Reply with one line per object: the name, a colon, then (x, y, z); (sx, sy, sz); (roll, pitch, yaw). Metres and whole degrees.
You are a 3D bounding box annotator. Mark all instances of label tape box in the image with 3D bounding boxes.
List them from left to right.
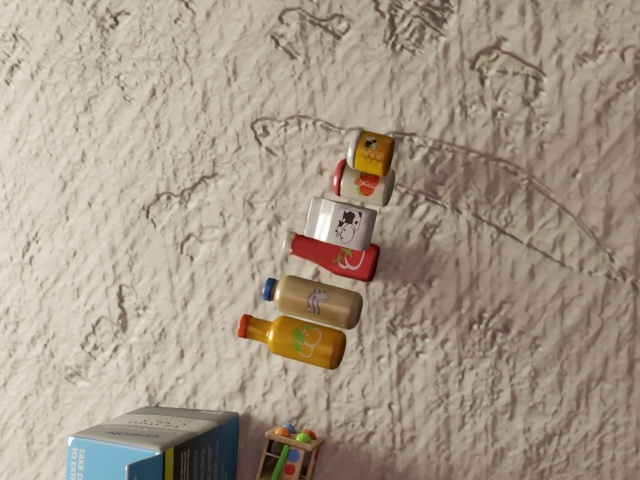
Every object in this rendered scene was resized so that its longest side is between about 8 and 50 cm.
label tape box: (-0.174, 0.297, 1.303); (0.115, 0.348, 0.249); (4, 91, 13)

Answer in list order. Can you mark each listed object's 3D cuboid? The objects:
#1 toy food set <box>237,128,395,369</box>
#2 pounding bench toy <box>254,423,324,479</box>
toy food set: (0.000, 0.000, 1.385); (0.105, 0.111, 0.232); (14, 96, 12)
pounding bench toy: (-0.035, 0.222, 1.407); (0.052, 0.083, 0.065); (15, 94, 12)
